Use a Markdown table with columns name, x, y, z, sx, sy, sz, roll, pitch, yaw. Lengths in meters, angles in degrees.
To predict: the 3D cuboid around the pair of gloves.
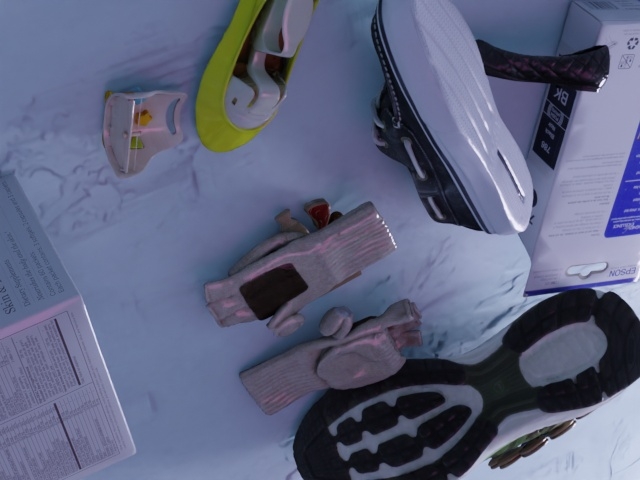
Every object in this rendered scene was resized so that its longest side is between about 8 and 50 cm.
| name | x | y | z | sx | sy | sz | roll | pitch | yaw |
| --- | --- | --- | --- | --- | --- | --- | --- | --- | --- |
| pair of gloves | -0.001 | 0.082 | 1.558 | 0.204 | 0.042 | 0.240 | -21 | 134 | 0 |

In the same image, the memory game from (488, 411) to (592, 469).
| name | x | y | z | sx | sy | sz | roll | pitch | yaw |
| --- | --- | --- | --- | --- | --- | --- | --- | --- | --- |
| memory game | 0.274 | 0.213 | 1.785 | 0.186 | 0.012 | 0.186 | -36 | 178 | -1 |

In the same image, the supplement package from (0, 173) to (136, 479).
| name | x | y | z | sx | sy | sz | roll | pitch | yaw |
| --- | --- | --- | --- | --- | --- | --- | --- | --- | --- |
| supplement package | -0.332 | 0.113 | 1.302 | 0.263 | 0.199 | 0.198 | -24 | 132 | -13 |

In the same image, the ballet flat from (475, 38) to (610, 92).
| name | x | y | z | sx | sy | sz | roll | pitch | yaw |
| --- | --- | --- | --- | --- | --- | --- | --- | --- | --- |
| ballet flat | 0.199 | -0.180 | 1.481 | 0.173 | 0.057 | 0.049 | 8 | 96 | -8 |

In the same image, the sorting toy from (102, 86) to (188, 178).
| name | x | y | z | sx | sy | sz | roll | pitch | yaw |
| --- | --- | --- | --- | --- | --- | --- | --- | --- | --- |
| sorting toy | -0.154 | -0.106 | 1.357 | 0.075 | 0.045 | 0.083 | -12 | 128 | -32 |

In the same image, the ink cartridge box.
| name | x | y | z | sx | sy | sz | roll | pitch | yaw |
| --- | --- | --- | --- | --- | --- | --- | --- | --- | --- |
| ink cartridge box | 0.306 | -0.098 | 1.619 | 0.165 | 0.065 | 0.332 | -6 | 124 | -28 |

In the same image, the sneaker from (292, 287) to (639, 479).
| name | x | y | z | sx | sy | sz | roll | pitch | yaw |
| --- | --- | --- | --- | --- | --- | --- | --- | --- | --- |
| sneaker | 0.171 | 0.196 | 1.710 | 0.410 | 0.158 | 0.182 | -20 | 162 | 1 |

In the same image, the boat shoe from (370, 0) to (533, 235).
| name | x | y | z | sx | sy | sz | roll | pitch | yaw |
| --- | --- | --- | --- | --- | --- | --- | --- | --- | --- |
| boat shoe | 0.102 | -0.109 | 1.444 | 0.119 | 0.121 | 0.335 | -5 | 139 | 24 |

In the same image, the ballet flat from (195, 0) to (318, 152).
| name | x | y | z | sx | sy | sz | roll | pitch | yaw |
| --- | --- | --- | --- | --- | --- | --- | --- | --- | --- |
| ballet flat | -0.051 | -0.166 | 1.345 | 0.077 | 0.077 | 0.231 | 4 | 121 | -34 |

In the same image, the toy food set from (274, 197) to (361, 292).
| name | x | y | z | sx | sy | sz | roll | pitch | yaw |
| --- | --- | --- | --- | --- | --- | --- | --- | --- | --- |
| toy food set | 0.000 | 0.000 | 1.540 | 0.078 | 0.019 | 0.122 | -28 | 132 | -10 |
